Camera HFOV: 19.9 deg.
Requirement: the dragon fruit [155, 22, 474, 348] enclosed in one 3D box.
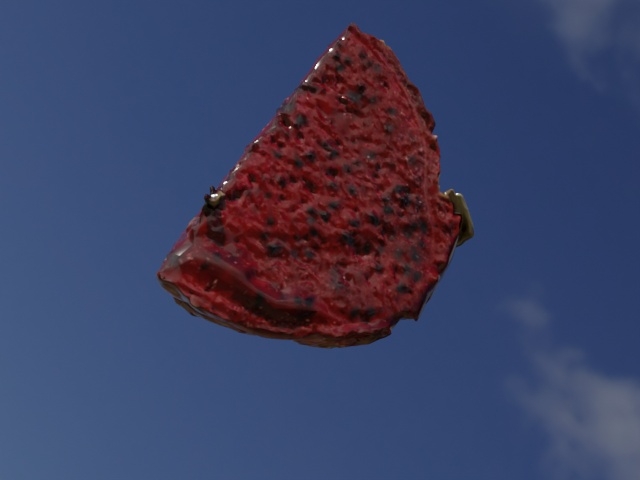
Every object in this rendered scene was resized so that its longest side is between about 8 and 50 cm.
[{"bbox_3d":[0.000,0.000,0.805,0.106,0.162,0.083,37,-33,-4],"label":"dragon fruit"}]
